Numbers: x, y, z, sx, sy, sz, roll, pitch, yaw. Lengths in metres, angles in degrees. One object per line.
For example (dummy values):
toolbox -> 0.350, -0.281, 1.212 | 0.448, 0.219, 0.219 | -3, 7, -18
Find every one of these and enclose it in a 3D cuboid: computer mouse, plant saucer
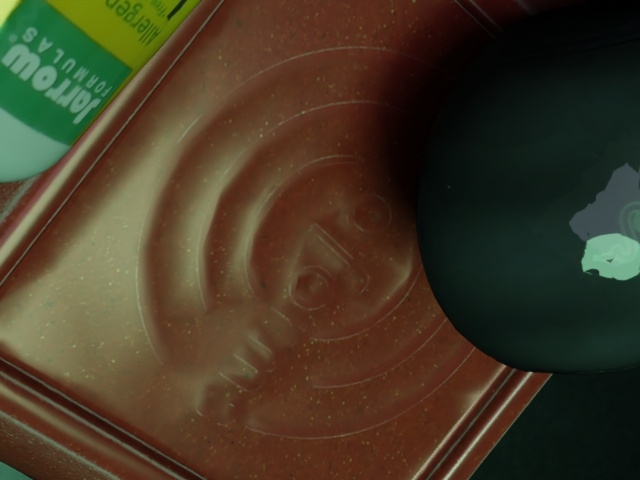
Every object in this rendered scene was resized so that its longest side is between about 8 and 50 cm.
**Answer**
computer mouse -> 0.151, -0.043, 0.470 | 0.272, 0.072, 0.188 | -26, 111, -30
plant saucer -> 0.000, 0.000, 0.479 | 0.259, 0.048, 0.258 | 37, 92, -32

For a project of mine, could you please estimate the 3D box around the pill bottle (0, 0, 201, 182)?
pill bottle -> -0.084, -0.090, 0.361 | 0.208, 0.117, 0.117 | -48, 121, 2
